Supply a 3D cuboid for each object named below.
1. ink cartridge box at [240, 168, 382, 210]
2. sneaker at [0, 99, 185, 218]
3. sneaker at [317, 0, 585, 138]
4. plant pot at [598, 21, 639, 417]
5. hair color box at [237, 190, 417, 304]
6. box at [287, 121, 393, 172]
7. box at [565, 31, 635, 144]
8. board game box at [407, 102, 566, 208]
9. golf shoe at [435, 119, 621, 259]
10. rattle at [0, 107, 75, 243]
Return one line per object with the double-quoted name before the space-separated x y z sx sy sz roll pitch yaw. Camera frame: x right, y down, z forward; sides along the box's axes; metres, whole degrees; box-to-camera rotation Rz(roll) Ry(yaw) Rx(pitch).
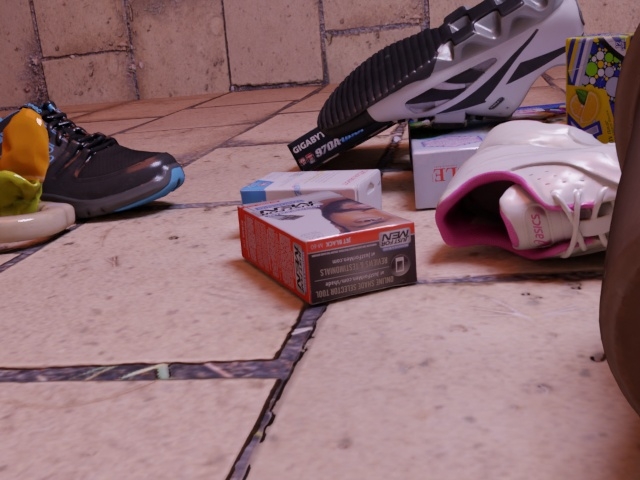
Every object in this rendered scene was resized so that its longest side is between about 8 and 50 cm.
"ink cartridge box" -0.006 -0.039 0.849 0.123 0.052 0.088 -1 15 21
"sneaker" -0.331 -0.103 1.044 0.341 0.139 0.125 2 13 20
"sneaker" 0.155 -0.178 0.986 0.331 0.146 0.122 -24 34 23
"plant pot" 0.233 -0.012 0.353 0.263 0.263 0.229 6 36 38
"hair color box" 0.000 0.000 0.697 0.093 0.053 0.167 -10 17 -22
"box" 0.069 -0.175 1.214 0.175 0.051 0.220 -27 4 26
"box" 0.255 -0.097 0.742 0.059 0.168 0.054 9 20 41
"board game box" 0.266 -0.114 1.008 0.319 0.065 0.318 -5 15 5
"golf shoe" 0.224 -0.024 0.641 0.306 0.115 0.140 5 30 47
"rattle" -0.354 -0.052 0.875 0.130 0.142 0.200 24 21 26
